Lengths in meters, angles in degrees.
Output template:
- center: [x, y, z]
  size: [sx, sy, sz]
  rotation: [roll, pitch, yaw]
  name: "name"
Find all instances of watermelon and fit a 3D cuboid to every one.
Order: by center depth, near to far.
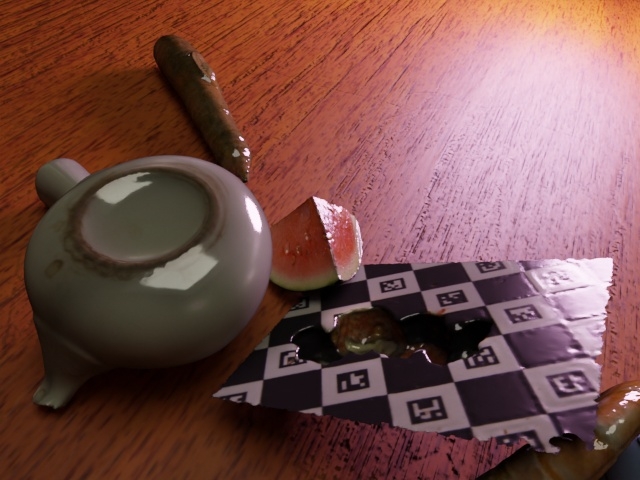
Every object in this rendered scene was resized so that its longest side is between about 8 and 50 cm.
- center: [0.000, 0.000, 0.618]
  size: [0.125, 0.094, 0.135]
  rotation: [-9, 28, -18]
  name: "watermelon"

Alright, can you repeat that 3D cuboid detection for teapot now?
- center: [-0.168, -0.010, 0.560]
  size: [0.220, 0.149, 0.318]
  rotation: [-12, 48, -13]
  name: "teapot"

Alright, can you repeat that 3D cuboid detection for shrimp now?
- center: [0.123, 0.200, 0.434]
  size: [0.296, 0.169, 0.058]
  rotation: [-38, 67, -1]
  name: "shrimp"

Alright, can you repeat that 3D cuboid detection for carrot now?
- center: [-0.162, -0.197, 0.831]
  size: [0.070, 0.070, 0.342]
  rotation: [-13, 49, -25]
  name: "carrot"

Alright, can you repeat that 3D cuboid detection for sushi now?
- center: [0.093, 0.095, 0.514]
  size: [0.290, 0.050, 0.264]
  rotation: [-2, 23, 28]
  name: "sushi"

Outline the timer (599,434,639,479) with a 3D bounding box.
- center: [0.307, 0.149, 0.437]
  size: [0.175, 0.255, 0.175]
  rotation: [12, 19, -4]
  name: "timer"
